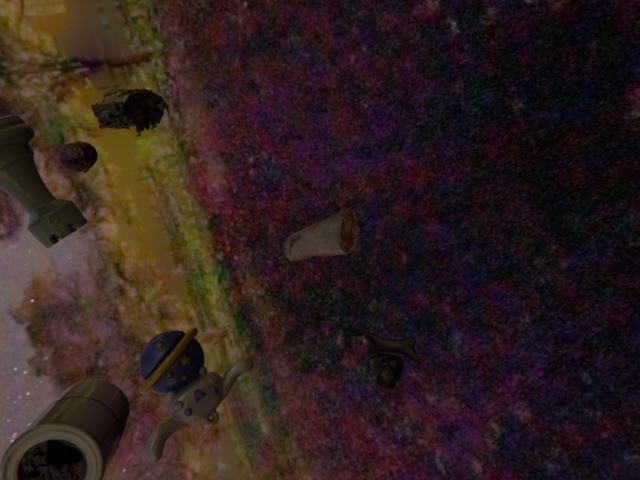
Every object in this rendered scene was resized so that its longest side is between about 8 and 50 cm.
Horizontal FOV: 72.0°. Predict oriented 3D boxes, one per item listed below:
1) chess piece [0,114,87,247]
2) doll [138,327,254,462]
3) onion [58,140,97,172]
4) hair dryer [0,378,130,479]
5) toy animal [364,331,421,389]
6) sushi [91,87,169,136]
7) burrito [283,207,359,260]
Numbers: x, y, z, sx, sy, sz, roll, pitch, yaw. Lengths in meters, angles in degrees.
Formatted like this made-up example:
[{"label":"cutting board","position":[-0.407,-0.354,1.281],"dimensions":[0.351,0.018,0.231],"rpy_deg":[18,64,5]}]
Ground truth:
[{"label":"chess piece","position":[-0.720,-0.131,1.078],"dimensions":[0.299,0.194,0.194],"rpy_deg":[57,164,-18]},{"label":"doll","position":[-0.357,0.363,1.079],"dimensions":[0.242,0.311,0.159],"rpy_deg":[45,147,-18]},{"label":"onion","position":[-0.713,-0.244,1.301],"dimensions":[0.107,0.107,0.097],"rpy_deg":[52,155,41]},{"label":"hair dryer","position":[-0.417,0.410,0.660],"dimensions":[0.362,0.128,0.203],"rpy_deg":[-68,13,-5]},{"label":"toy animal","position":[0.163,0.301,1.020],"dimensions":[0.210,0.121,0.117],"rpy_deg":[79,-166,-56]},{"label":"sushi","position":[-0.562,-0.379,1.294],"dimensions":[0.291,0.139,0.131],"rpy_deg":[-79,-17,-63]},{"label":"burrito","position":[0.000,0.000,0.905],"dimensions":[0.226,0.060,0.087],"rpy_deg":[-16,87,52]}]
